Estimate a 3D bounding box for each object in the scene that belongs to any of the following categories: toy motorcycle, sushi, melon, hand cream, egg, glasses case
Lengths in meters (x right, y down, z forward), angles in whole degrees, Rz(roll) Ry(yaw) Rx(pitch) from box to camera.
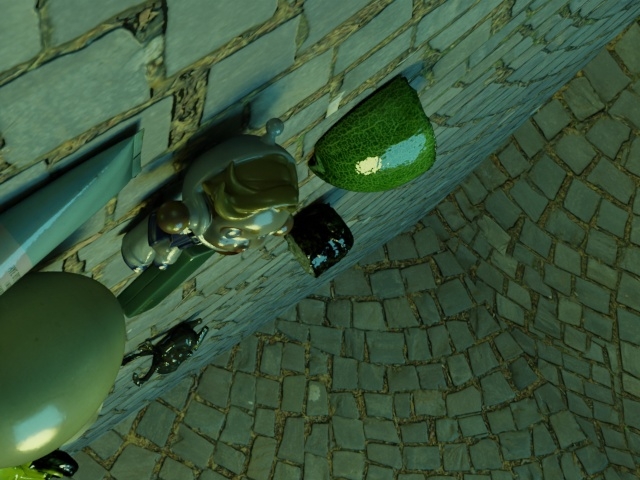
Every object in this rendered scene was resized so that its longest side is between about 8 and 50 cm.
[{"bbox_3d":[-0.566,0.391,1.629,0.342,0.206,0.142,-30,-147,55],"label":"toy motorcycle"},{"bbox_3d":[0.000,0.000,1.957,0.127,0.124,0.225,-35,173,-7],"label":"sushi"},{"bbox_3d":[0.082,-0.132,1.483,0.169,0.129,0.265,-32,173,-12],"label":"melon"},{"bbox_3d":[-0.290,0.000,0.859,0.312,0.070,0.111,-42,174,-23],"label":"hand cream"},{"bbox_3d":[-0.319,0.133,0.997,0.253,0.188,0.188,-39,176,-38],"label":"egg"},{"bbox_3d":[-0.244,0.054,1.461,0.184,0.039,0.078,-40,172,30],"label":"glasses case"}]

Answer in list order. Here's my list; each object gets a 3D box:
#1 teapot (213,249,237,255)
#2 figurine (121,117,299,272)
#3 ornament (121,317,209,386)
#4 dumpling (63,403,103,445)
[{"bbox_3d":[-0.132,-0.034,1.328,0.129,0.078,0.098,-51,148,-56],"label":"teapot"},{"bbox_3d":[-0.126,-0.037,1.118,0.194,0.133,0.274,-6,165,-27],"label":"figurine"},{"bbox_3d":[-0.387,0.278,2.130,0.202,0.080,0.236,-44,172,33],"label":"ornament"},{"bbox_3d":[-0.521,0.341,1.812,0.188,0.108,0.127,-20,143,-15],"label":"dumpling"}]
